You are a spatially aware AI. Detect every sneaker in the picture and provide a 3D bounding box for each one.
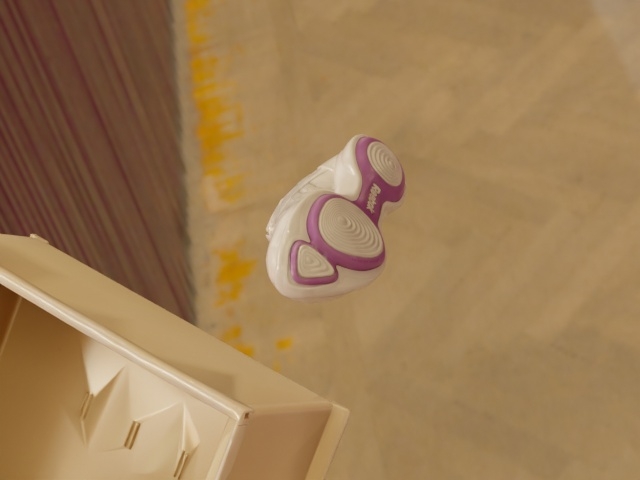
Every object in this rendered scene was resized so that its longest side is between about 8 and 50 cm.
[{"bbox_3d":[0.000,0.000,1.568,0.152,0.114,0.305,-36,9,29],"label":"sneaker"}]

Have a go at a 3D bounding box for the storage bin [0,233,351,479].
[{"bbox_3d":[-0.157,0.154,0.843,0.262,0.123,0.260,26,100,28],"label":"storage bin"}]
